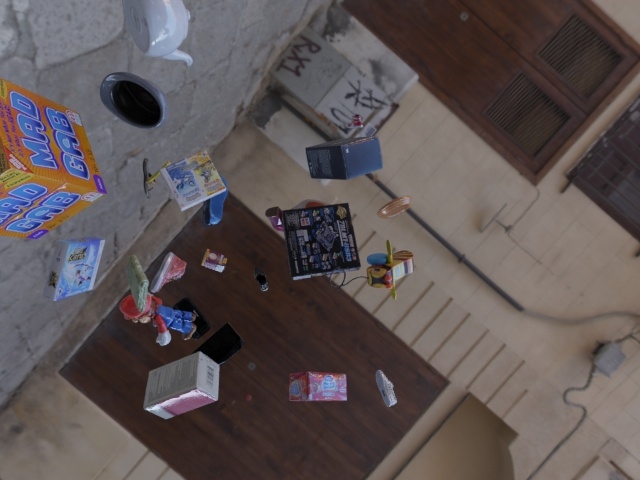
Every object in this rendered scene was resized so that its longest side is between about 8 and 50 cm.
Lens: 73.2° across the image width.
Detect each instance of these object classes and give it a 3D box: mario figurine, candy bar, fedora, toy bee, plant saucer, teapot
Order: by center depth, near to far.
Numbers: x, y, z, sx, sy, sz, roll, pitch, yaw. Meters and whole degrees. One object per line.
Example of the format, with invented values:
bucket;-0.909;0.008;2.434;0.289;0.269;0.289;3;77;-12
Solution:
toy bee;0.209;0.116;1.394;0.298;0.195;0.162;-37;-154;-18
teapot;-0.525;-0.750;1.431;0.187;0.252;0.256;-27;177;-30
fedora;-0.766;-0.605;1.824;0.243;0.276;0.124;-52;-160;39
mario figurine;-0.706;0.331;1.841;0.198;0.321;0.170;12;-106;54
candy bar;-0.765;-0.322;2.036;0.161;0.018;0.040;-37;-166;19
plant saucer;0.395;-0.168;2.268;0.200;0.037;0.200;-22;164;-7

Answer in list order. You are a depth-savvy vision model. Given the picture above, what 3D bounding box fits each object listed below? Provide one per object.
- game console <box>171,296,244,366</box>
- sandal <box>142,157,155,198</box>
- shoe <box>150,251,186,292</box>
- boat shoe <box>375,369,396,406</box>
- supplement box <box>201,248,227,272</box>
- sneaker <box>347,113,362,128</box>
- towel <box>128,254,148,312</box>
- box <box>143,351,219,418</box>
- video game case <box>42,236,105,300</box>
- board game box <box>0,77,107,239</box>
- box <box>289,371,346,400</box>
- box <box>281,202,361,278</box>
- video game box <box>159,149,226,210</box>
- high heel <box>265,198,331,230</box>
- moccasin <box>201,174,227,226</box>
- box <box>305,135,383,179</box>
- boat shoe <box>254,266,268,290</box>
game console;-0.537;0.410;1.991;0.213;0.361;0.044;-40;173;-7
sandal;-0.888;-0.320;2.238;0.090;0.060;0.219;-130;-137;-61
shoe;-0.564;0.132;1.610;0.064;0.081;0.177;-29;-145;37
boat shoe;0.187;0.411;1.209;0.035;0.100;0.035;-7;156;-31
supplement box;-0.400;0.077;1.625;0.043;0.083;0.055;-53;-157;40
sneaker;0.163;-0.576;2.078;0.042;0.067;0.118;-21;-158;-22
towel;-0.499;0.119;1.179;0.027;0.110;0.148;-15;145;-34
box;-0.502;0.530;1.572;0.233;0.126;0.148;-24;-137;13
video game case;-1.051;0.113;1.851;0.269;0.061;0.244;-61;167;-85
board game box;-1.025;-0.255;1.431;0.357;0.356;0.356;-28;166;13
box;-0.009;0.673;1.978;0.128;0.257;0.122;-21;-119;41
box;0.000;0.000;1.815;0.294;0.295;0.073;-8;166;-10
video game box;-0.523;-0.248;1.774;0.205;0.187;0.048;-29;-178;-16
high heel;-0.080;-0.113;2.169;0.181;0.378;0.127;51;47;-55
moccasin;-0.602;-0.225;2.356;0.117;0.138;0.341;-26;-139;29
box;0.074;-0.266;1.389;0.153;0.108;0.207;-21;-160;-29
boat shoe;-0.267;0.163;1.925;0.049;0.133;0.042;-18;137;-12
